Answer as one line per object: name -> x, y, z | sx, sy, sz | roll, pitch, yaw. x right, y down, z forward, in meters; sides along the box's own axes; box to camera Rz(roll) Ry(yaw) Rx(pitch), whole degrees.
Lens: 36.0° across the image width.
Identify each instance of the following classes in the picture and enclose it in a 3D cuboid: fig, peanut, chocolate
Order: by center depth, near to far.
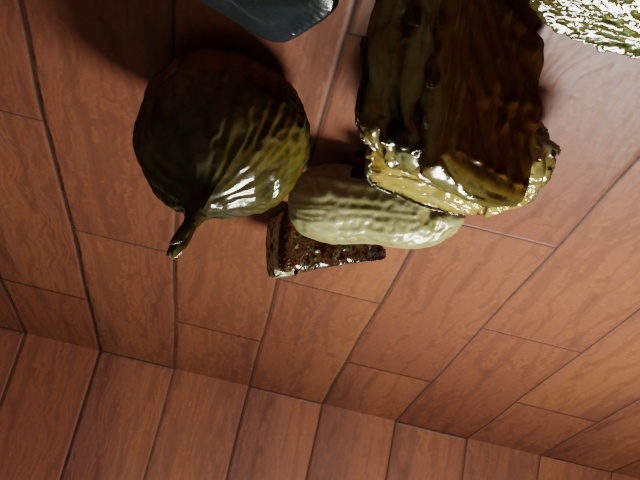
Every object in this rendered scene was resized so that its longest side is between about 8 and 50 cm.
fig -> -0.177, -0.103, 1.494 | 0.286, 0.369, 0.286 | 12, 141, 10
chocolate -> 0.142, -0.121, 1.666 | 0.182, 0.086, 0.028 | 12, 134, 6
peanut -> 0.099, -0.060, 1.740 | 0.313, 0.152, 0.152 | 3, 155, 7

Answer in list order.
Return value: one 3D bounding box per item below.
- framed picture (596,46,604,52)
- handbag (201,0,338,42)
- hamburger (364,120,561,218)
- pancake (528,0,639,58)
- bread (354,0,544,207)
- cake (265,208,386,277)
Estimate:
framed picture -> 0.477, -0.313, 1.155 | 0.338, 0.014, 0.255 | 1, 153, 25
handbag -> -0.080, -0.365, 1.111 | 0.254, 0.181, 0.181 | 24, 153, -29
hamburger -> 0.211, -0.141, 1.509 | 0.283, 0.145, 0.259 | 26, 149, -17
pancake -> 0.334, -0.317, 1.148 | 0.197, 0.054, 0.376 | -7, 150, 41
bread -> 0.152, -0.187, 1.248 | 0.167, 0.278, 0.324 | 2, 173, 35
cake -> 0.009, -0.006, 2.021 | 0.246, 0.135, 0.112 | -9, 178, -25
